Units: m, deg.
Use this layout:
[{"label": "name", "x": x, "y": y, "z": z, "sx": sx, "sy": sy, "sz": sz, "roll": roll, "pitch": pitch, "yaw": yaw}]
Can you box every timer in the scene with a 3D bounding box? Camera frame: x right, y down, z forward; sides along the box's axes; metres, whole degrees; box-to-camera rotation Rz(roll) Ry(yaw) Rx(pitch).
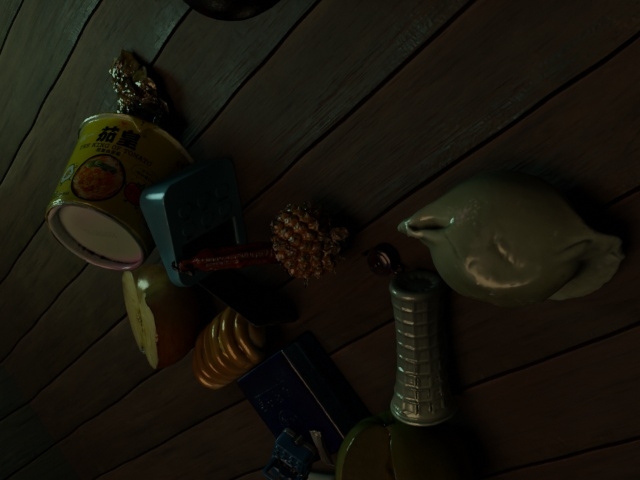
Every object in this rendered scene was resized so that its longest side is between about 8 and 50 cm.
[{"label": "timer", "x": -0.270, "y": -0.041, "z": 1.933, "sx": 0.091, "sy": 0.232, "sz": 0.249, "roll": 1, "pitch": 116, "yaw": 41}]

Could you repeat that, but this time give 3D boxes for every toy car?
[{"label": "toy car", "x": -0.079, "y": 0.541, "z": 2.053, "sx": 0.097, "sy": 0.100, "sz": 0.191, "roll": 33, "pitch": 143, "yaw": 16}]

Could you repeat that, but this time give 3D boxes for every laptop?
[{"label": "laptop", "x": -0.199, "y": 0.126, "z": 2.017, "sx": 0.269, "sy": 0.188, "sz": 0.015, "roll": 34, "pitch": 104, "yaw": 24}]

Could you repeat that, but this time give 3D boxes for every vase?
[{"label": "vase", "x": 0.203, "y": 0.214, "z": 1.715, "sx": 0.143, "sy": 0.143, "sz": 0.298, "roll": 15, "pitch": 123, "yaw": 37}]

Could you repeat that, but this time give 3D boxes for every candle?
[{"label": "candle", "x": -0.178, "y": 0.036, "z": 1.876, "sx": 0.084, "sy": 0.302, "sz": 0.059, "roll": 154, "pitch": 106, "yaw": -78}]

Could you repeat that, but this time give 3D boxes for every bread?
[{"label": "bread", "x": -0.240, "y": 0.271, "z": 2.150, "sx": 0.311, "sy": 0.121, "sz": 0.172, "roll": -43, "pitch": 46, "yaw": 49}]

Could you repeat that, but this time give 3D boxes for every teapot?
[{"label": "teapot", "x": 0.128, "y": 0.045, "z": 1.742, "sx": 0.100, "sy": 0.045, "sz": 0.067, "roll": 30, "pitch": 134, "yaw": 29}]

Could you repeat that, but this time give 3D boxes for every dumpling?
[{"label": "dumpling", "x": 0.302, "y": 0.018, "z": 1.434, "sx": 0.320, "sy": 0.212, "sz": 0.270, "roll": 43, "pitch": 142, "yaw": 31}]

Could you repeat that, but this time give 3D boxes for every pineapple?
[{"label": "pineapple", "x": 0.001, "y": -0.003, "z": 1.755, "sx": 0.137, "sy": 0.161, "sz": 0.176, "roll": -12, "pitch": 108, "yaw": 36}]

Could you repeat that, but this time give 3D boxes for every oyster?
[{"label": "oyster", "x": -0.452, "y": -0.331, "z": 2.041, "sx": 0.223, "sy": 0.083, "sz": 0.214, "roll": 49, "pitch": 137, "yaw": 18}]

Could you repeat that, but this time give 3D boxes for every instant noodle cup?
[{"label": "instant noodle cup", "x": -0.473, "y": -0.100, "z": 1.986, "sx": 0.326, "sy": 0.254, "sz": 0.325, "roll": 15, "pitch": 145, "yaw": 11}]

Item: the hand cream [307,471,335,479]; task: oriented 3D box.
[{"label": "hand cream", "x": 0.047, "y": 0.664, "z": 2.192, "sx": 0.314, "sy": 0.089, "sz": 0.139, "roll": -16, "pitch": 102, "yaw": 52}]

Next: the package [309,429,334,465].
[{"label": "package", "x": 0.004, "y": 0.492, "z": 2.008, "sx": 0.037, "sy": 0.015, "sz": 0.110, "roll": 2, "pitch": 121, "yaw": 40}]

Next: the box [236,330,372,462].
[{"label": "box", "x": -0.044, "y": 0.397, "z": 2.089, "sx": 0.279, "sy": 0.116, "sz": 0.261, "roll": 54, "pitch": 141, "yaw": 4}]

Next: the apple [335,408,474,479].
[{"label": "apple", "x": 0.176, "y": 0.493, "z": 1.804, "sx": 0.292, "sy": 0.292, "sz": 0.254, "roll": -5, "pitch": 102, "yaw": 46}]

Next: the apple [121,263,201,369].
[{"label": "apple", "x": -0.407, "y": 0.194, "z": 2.260, "sx": 0.293, "sy": 0.163, "sz": 0.251, "roll": 45, "pitch": 142, "yaw": 50}]

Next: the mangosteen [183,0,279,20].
[{"label": "mangosteen", "x": -0.166, "y": -0.526, "z": 1.478, "sx": 0.288, "sy": 0.288, "sz": 0.288, "roll": 24, "pitch": 130, "yaw": 32}]
